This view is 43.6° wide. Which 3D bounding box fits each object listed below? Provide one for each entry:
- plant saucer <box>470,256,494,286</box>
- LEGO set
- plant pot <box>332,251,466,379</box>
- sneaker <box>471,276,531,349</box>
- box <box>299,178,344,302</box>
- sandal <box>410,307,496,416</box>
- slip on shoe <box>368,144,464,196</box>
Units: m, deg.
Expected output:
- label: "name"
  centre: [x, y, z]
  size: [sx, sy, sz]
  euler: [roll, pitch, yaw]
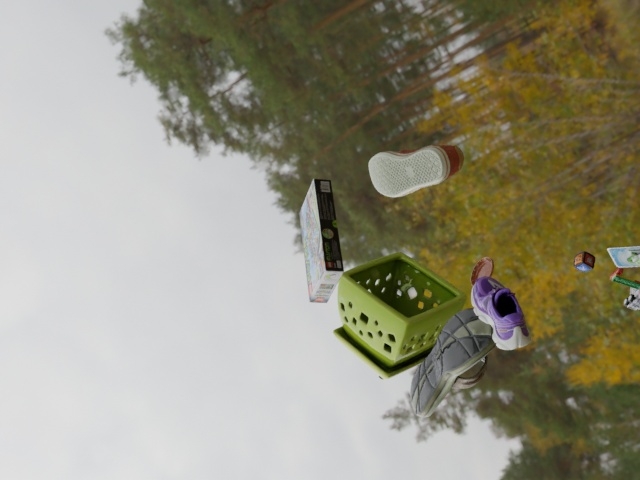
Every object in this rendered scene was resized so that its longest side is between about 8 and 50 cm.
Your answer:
- label: "plant saucer"
  centre: [0.406, 0.081, 1.997]
  size: [0.013, 0.083, 0.083]
  euler: [24, -147, -19]
- label: "LEGO set"
  centre: [0.484, 0.038, 1.098]
  size: [0.182, 0.244, 0.060]
  euler: [46, -128, -40]
- label: "plant pot"
  centre: [0.174, 0.187, 1.901]
  size: [0.228, 0.207, 0.227]
  euler: [-16, -139, -41]
- label: "sneaker"
  centre: [0.271, 0.092, 1.188]
  size: [0.170, 0.068, 0.071]
  euler: [-110, 10, -65]
- label: "box"
  centre: [0.000, 0.000, 1.494]
  size: [0.036, 0.114, 0.207]
  euler: [4, -126, -16]
- label: "sandal"
  centre: [0.264, 0.234, 1.525]
  size: [0.086, 0.303, 0.120]
  euler: [14, -133, -13]
- label: "slip on shoe"
  centre: [0.234, -0.181, 2.020]
  size: [0.101, 0.331, 0.123]
  euler: [-18, -84, -31]
